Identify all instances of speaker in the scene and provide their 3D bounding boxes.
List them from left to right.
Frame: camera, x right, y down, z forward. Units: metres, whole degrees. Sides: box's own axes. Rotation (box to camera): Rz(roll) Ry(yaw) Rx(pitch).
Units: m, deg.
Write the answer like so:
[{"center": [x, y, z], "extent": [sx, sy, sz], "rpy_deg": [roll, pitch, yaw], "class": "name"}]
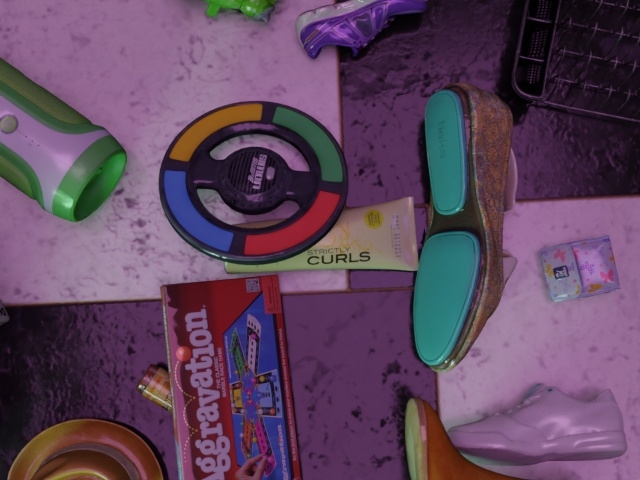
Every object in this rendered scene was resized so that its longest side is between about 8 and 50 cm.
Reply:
[{"center": [-0.386, -0.149, 1.109], "extent": [0.297, 0.131, 0.131], "rpy_deg": [35, 86, 4], "class": "speaker"}]

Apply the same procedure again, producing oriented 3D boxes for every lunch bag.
[{"center": [0.317, 0.036, 1.118], "extent": [0.083, 0.053, 0.071], "rpy_deg": [-10, 83, 9], "class": "lunch bag"}]

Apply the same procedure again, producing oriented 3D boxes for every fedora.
[{"center": [-0.287, 0.306, 1.087], "extent": [0.194, 0.079, 0.194], "rpy_deg": [0, 84, 2], "class": "fedora"}]

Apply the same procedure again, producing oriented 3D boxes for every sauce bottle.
[{"center": [-0.162, 0.198, 1.113], "extent": [0.128, 0.042, 0.042], "rpy_deg": [31, 86, -4], "class": "sauce bottle"}]

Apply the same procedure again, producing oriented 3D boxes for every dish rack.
[{"center": [0.380, -0.246, 1.134], "extent": [0.272, 0.074, 0.208], "rpy_deg": [12, 85, 2], "class": "dish rack"}]

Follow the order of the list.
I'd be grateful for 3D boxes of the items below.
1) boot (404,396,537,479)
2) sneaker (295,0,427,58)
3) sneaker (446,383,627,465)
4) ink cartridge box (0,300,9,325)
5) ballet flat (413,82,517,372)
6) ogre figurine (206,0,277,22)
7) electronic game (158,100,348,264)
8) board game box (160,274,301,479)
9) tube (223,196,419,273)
[{"center": [0.213, 0.290, 1.040], "extent": [0.211, 0.104, 0.295], "rpy_deg": [-11, 112, 0], "class": "boot"}, {"center": [0.055, -0.274, 1.157], "extent": [0.170, 0.068, 0.071], "rpy_deg": [-16, 99, 8], "class": "sneaker"}, {"center": [0.253, 0.217, 1.099], "extent": [0.212, 0.080, 0.094], "rpy_deg": [-3, 64, 4], "class": "sneaker"}, {"center": [-0.428, 0.112, 1.055], "extent": [0.097, 0.189, 0.255], "rpy_deg": [-29, 86, -4], "class": "ink cartridge box"}, {"center": [0.186, -0.015, 1.104], "extent": [0.123, 0.123, 0.348], "rpy_deg": [2, 86, 1], "class": "ballet flat"}, {"center": [-0.113, -0.346, 1.143], "extent": [0.197, 0.097, 0.118], "rpy_deg": [20, 77, -34], "class": "ogre figurine"}, {"center": [-0.080, -0.074, 1.104], "extent": [0.229, 0.048, 0.229], "rpy_deg": [1, 61, -1], "class": "electronic game"}, {"center": [-0.106, 0.187, 1.097], "extent": [0.145, 0.027, 0.281], "rpy_deg": [-5, 83, -20], "class": "board game box"}, {"center": [0.000, 0.000, 1.125], "extent": [0.240, 0.070, 0.062], "rpy_deg": [-4, 44, -3], "class": "tube"}]
